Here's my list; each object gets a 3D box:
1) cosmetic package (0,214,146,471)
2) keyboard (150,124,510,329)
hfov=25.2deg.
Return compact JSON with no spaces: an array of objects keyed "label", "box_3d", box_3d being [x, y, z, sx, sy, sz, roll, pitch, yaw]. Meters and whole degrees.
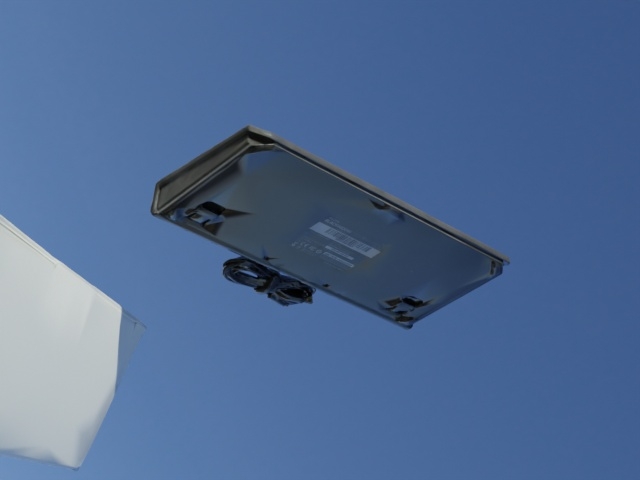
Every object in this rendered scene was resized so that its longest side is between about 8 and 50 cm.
[{"label":"cosmetic package","box_3d":[-0.289,-0.018,0.643,0.377,0.284,0.097,23,-97,10]},{"label":"keyboard","box_3d":[0.000,0.000,0.719,0.108,0.180,0.023,-33,-134,35]}]
